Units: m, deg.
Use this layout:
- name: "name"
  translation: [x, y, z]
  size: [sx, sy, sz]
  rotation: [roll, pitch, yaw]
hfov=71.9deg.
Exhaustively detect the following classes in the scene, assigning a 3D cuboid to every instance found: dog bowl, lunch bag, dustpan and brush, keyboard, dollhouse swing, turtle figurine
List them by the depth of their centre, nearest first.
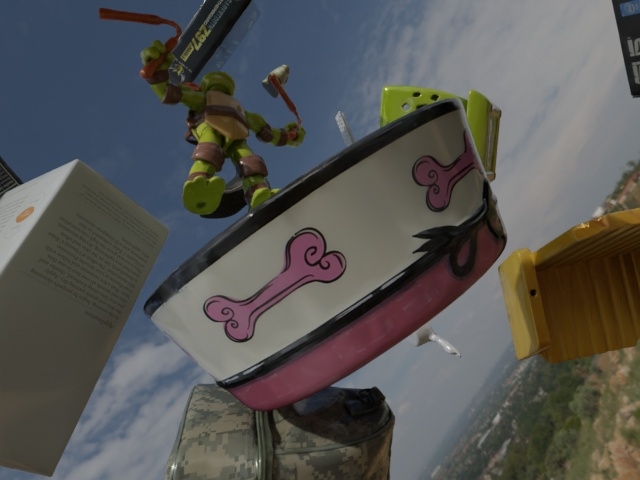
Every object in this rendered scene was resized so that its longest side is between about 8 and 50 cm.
- name: "turtle figurine"
  translation: [-0.121, -0.128, 0.499]
  size: [0.087, 0.217, 0.270]
  rotation: [-35, -37, 32]
- name: "dog bowl"
  translation: [0.022, 0.027, 0.507]
  size: [0.408, 0.150, 0.408]
  rotation: [-33, -3, -2]
- name: "lunch bag"
  translation: [-0.037, 0.333, 0.532]
  size: [0.212, 0.256, 0.305]
  rotation: [-140, 51, -81]
- name: "dollhouse swing"
  translation: [0.611, 0.100, 0.899]
  size: [0.347, 0.315, 0.305]
  rotation: [-10, -4, -6]
- name: "dustpan and brush"
  translation: [0.250, 0.224, 1.080]
  size: [0.060, 0.211, 0.147]
  rotation: [-30, -46, -14]
- name: "keyboard"
  translation: [0.096, -0.236, 1.245]
  size: [0.014, 0.256, 0.072]
  rotation: [-23, 5, -11]

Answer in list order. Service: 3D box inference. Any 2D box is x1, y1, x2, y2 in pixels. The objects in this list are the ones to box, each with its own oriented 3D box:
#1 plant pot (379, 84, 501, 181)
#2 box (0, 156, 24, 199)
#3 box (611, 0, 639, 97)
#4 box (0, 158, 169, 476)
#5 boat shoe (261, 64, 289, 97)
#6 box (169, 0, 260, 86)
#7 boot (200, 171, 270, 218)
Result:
- name: "plant pot"
  translation: [0.261, -0.206, 0.944]
  size: [0.227, 0.207, 0.228]
  rotation: [-17, -69, -60]
- name: "box"
  translation: [-0.605, 0.041, 0.731]
  size: [0.294, 0.183, 0.296]
  rotation: [60, -156, -27]
- name: "box"
  translation: [0.568, -0.385, 0.571]
  size: [0.395, 0.318, 0.097]
  rotation: [47, -113, -36]
- name: "box"
  translation: [-0.389, 0.093, 0.582]
  size: [0.168, 0.215, 0.345]
  rotation: [48, -135, -40]
- name: "boat shoe"
  translation: [-0.113, -0.409, 1.135]
  size: [0.048, 0.056, 0.153]
  rotation: [-47, 11, -7]
- name: "box"
  translation: [-0.189, -0.361, 0.791]
  size: [0.183, 0.059, 0.232]
  rotation: [-48, 17, 13]
- name: "boot"
  translation: [-0.231, -0.138, 1.163]
  size: [0.198, 0.137, 0.076]
  rotation: [-18, -49, -1]
